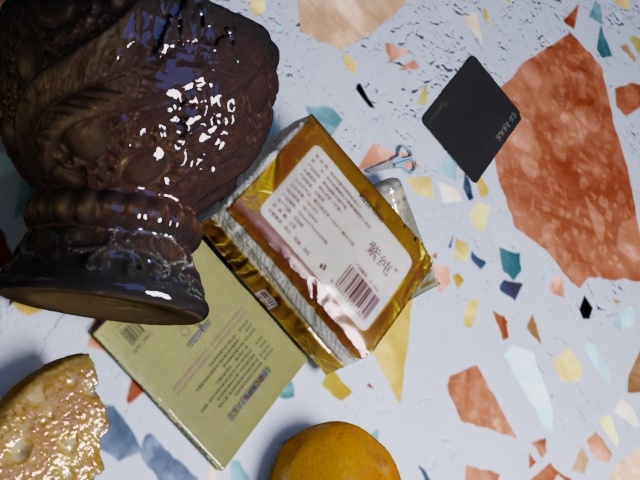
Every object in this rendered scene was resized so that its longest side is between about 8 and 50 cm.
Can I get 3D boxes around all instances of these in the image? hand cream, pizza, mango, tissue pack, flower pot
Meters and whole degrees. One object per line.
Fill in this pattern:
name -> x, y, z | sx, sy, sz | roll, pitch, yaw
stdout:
hand cream -> 0.096, -0.004, 1.508 | 0.061, 0.039, 0.143 | -22, 97, -40
pizza -> -0.258, 0.212, 1.129 | 0.127, 0.058, 0.246 | 16, 68, -26
mango -> 0.021, 0.286, 1.293 | 0.141, 0.102, 0.217 | 14, 63, -27
tissue pack -> 0.000, 0.000, 1.386 | 0.226, 0.092, 0.183 | 48, 48, -12
flower pot -> -0.180, -0.067, 1.178 | 0.267, 0.267, 0.267 | 13, 78, -34

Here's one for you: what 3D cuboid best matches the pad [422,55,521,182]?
pad -> 0.198, -0.158, 1.660 | 0.112, 0.003, 0.157 | 49, 51, -14

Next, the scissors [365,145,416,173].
scissors -> 0.084, -0.090, 1.544 | 0.083, 0.006, 0.036 | -20, 88, -41

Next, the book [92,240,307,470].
book -> -0.117, 0.109, 1.308 | 0.192, 0.013, 0.168 | 50, 51, -13
